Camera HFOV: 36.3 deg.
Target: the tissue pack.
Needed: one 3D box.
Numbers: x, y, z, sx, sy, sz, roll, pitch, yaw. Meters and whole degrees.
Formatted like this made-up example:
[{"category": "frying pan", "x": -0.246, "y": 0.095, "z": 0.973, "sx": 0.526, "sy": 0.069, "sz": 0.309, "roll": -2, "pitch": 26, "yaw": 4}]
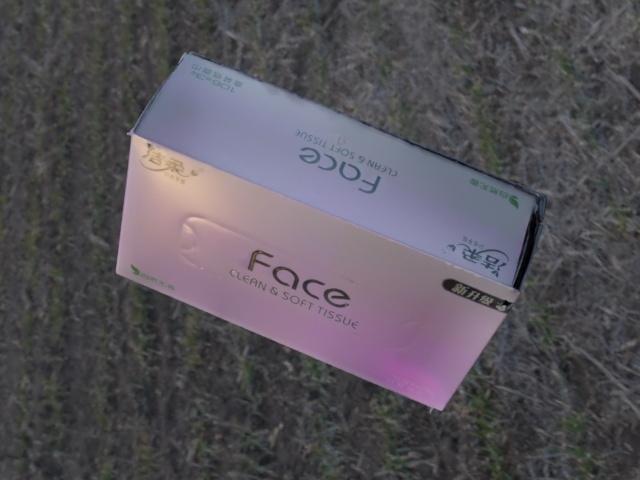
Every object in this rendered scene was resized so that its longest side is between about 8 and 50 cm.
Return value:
[{"category": "tissue pack", "x": 0.000, "y": 0.000, "z": 0.634, "sx": 0.148, "sy": 0.246, "sz": 0.092, "roll": 109, "pitch": -176, "yaw": -50}]
